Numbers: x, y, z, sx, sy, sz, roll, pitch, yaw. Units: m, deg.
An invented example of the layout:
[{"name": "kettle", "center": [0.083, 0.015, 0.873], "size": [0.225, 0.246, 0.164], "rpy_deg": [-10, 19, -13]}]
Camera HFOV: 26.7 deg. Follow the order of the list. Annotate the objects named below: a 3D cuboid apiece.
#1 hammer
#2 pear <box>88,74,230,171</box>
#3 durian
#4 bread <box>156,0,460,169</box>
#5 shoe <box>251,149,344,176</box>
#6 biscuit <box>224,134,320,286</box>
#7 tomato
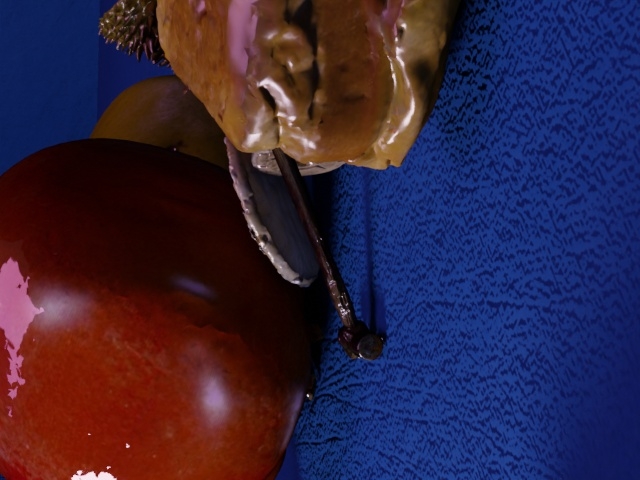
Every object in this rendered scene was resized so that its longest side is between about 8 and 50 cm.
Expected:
[{"name": "hammer", "center": [0.000, 0.000, 0.913], "size": [0.178, 0.021, 0.065], "rpy_deg": [69, 167, -14]}, {"name": "pear", "center": [-0.190, 0.007, 1.482], "size": [0.340, 0.191, 0.386], "rpy_deg": [124, 140, -65]}, {"name": "durian", "center": [-0.190, -0.277, 1.632], "size": [0.252, 0.144, 0.139], "rpy_deg": [136, 152, -79]}, {"name": "bread", "center": [0.007, -0.211, 0.688], "size": [0.195, 0.148, 0.344], "rpy_deg": [-128, 37, -49]}, {"name": "shoe", "center": [-0.011, -0.122, 0.929], "size": [0.180, 0.089, 0.092], "rpy_deg": [95, 169, -61]}, {"name": "biscuit", "center": [-0.033, -0.036, 1.027], "size": [0.152, 0.020, 0.152], "rpy_deg": [-20, -90, -75]}, {"name": "tomato", "center": [-0.149, 0.072, 1.105], "size": [0.325, 0.289, 0.293], "rpy_deg": [-107, 24, -56]}]
